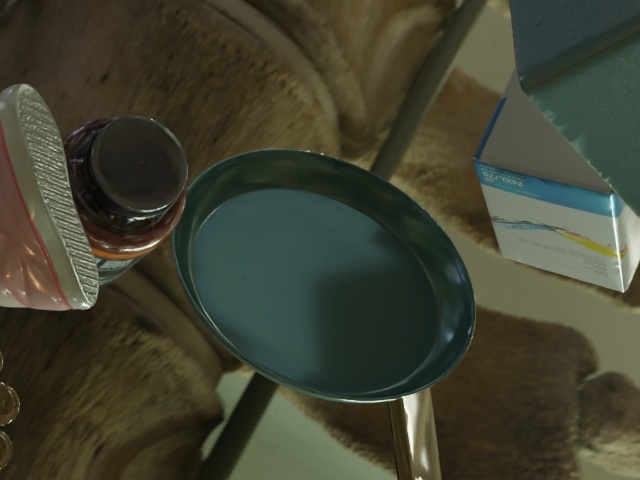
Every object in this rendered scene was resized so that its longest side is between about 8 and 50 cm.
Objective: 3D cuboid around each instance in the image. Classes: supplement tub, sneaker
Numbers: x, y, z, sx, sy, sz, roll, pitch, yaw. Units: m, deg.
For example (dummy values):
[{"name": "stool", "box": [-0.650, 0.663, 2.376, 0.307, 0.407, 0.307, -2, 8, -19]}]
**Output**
[{"name": "supplement tub", "box": [-0.165, -0.028, 0.932, 0.106, 0.198, 0.106, 8, -109, -25]}, {"name": "sneaker", "box": [-0.171, -0.018, 0.674, 0.070, 0.134, 0.051, -5, -150, 11]}]

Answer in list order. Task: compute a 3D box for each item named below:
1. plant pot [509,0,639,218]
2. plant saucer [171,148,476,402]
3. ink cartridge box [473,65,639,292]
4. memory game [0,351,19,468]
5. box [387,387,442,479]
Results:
[{"name": "plant pot", "box": [0.352, -0.214, 1.190, 0.247, 0.252, 0.248, 39, -142, -36]}, {"name": "plant saucer", "box": [0.002, 0.037, 1.226, 0.318, 0.043, 0.317, 14, -136, -14]}, {"name": "ink cartridge box", "box": [0.354, -0.094, 1.699, 0.197, 0.270, 0.198, 16, -114, 25]}, {"name": "memory game", "box": [-0.323, 0.129, 0.956, 0.186, 0.012, 0.186, 15, -121, -25]}, {"name": "box", "box": [0.107, 0.192, 1.453, 0.021, 0.164, 0.201, -13, -109, 15]}]
